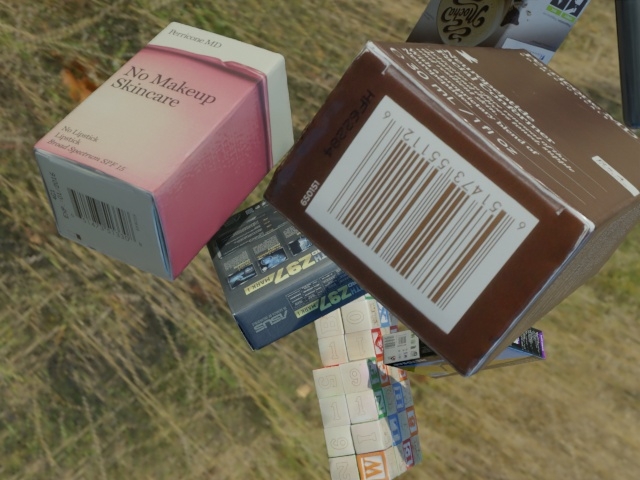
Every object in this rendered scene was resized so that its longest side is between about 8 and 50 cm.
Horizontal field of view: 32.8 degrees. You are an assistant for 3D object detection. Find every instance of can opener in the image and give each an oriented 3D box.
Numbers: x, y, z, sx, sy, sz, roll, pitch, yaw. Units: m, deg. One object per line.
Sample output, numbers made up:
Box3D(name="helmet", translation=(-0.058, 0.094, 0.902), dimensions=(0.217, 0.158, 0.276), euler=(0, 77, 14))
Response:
Box3D(name="can opener", translation=(0.369, -0.272, 1.237), dimensions=(0.095, 0.076, 0.283), euler=(-61, 145, -68))

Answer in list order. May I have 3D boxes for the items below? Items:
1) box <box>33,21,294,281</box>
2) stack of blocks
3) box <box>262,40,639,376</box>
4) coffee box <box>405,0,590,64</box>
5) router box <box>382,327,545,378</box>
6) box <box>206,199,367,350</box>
Box3D(name="box", translation=(-0.151, -0.096, 1.102), dimensions=(0.232, 0.149, 0.127), euler=(-53, 152, -36))
Box3D(name="stack of blocks", translation=(0.061, 0.198, 1.606), dimensions=(0.171, 0.087, 0.297), euler=(3, 75, -68))
Box3D(name="box", translation=(0.141, -0.045, 0.847), dimensions=(0.143, 0.191, 0.381), euler=(-54, 166, 21))
Box3D(name="coffee box", translation=(0.247, -0.310, 1.566), dimensions=(0.119, 0.168, 0.297), euler=(12, 119, -41))
Box3D(name="router box", translation=(0.194, 0.145, 1.476), dimensions=(0.133, 0.179, 0.046), euler=(20, 62, -47))
Box3D(name="box", translation=(0.000, 0.000, 1.162), dimensions=(0.233, 0.183, 0.059), euler=(-28, 122, -1))
